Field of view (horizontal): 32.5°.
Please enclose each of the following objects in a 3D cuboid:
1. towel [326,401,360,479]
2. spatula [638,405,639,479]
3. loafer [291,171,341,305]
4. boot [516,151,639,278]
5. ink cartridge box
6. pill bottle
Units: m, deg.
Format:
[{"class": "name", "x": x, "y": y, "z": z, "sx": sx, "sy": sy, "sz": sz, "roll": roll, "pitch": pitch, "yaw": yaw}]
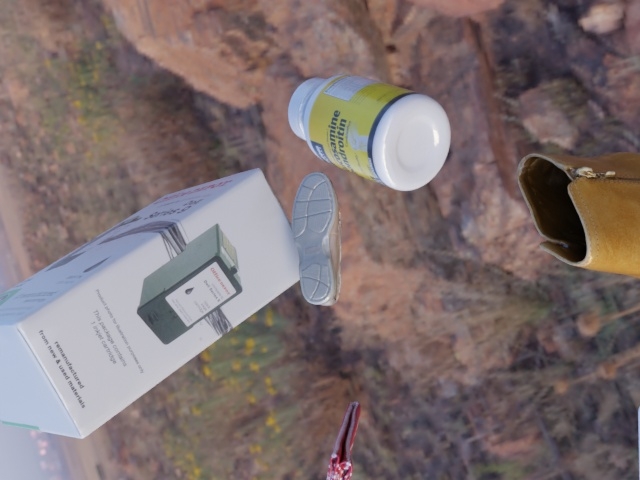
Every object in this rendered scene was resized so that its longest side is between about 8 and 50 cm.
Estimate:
[{"class": "towel", "x": 0.018, "y": 0.361, "z": 1.370, "sx": 0.199, "sy": 0.031, "sz": 0.275, "roll": -57, "pitch": -24, "yaw": -77}, {"class": "spatula", "x": 0.385, "y": 0.254, "z": 1.187, "sx": 0.019, "sy": 0.168, "sz": 0.242, "roll": 20, "pitch": 125, "yaw": 46}, {"class": "loafer", "x": 0.000, "y": 0.000, "z": 1.034, "sx": 0.039, "sy": 0.045, "sz": 0.125, "roll": 25, "pitch": -118, "yaw": -65}, {"class": "boot", "x": 0.298, "y": 0.021, "z": 0.881, "sx": 0.295, "sy": 0.211, "sz": 0.104, "roll": 54, "pitch": 135, "yaw": 48}, {"class": "ink cartridge box", "x": -0.184, "y": 0.056, "z": 1.070, "sx": 0.211, "sy": 0.289, "sz": 0.122, "roll": -9, "pitch": 112, "yaw": 54}, {"class": "pill bottle", "x": 0.046, "y": -0.124, "z": 1.192, "sx": 0.184, "sy": 0.103, "sz": 0.103, "roll": 26, "pitch": 132, "yaw": 49}]
